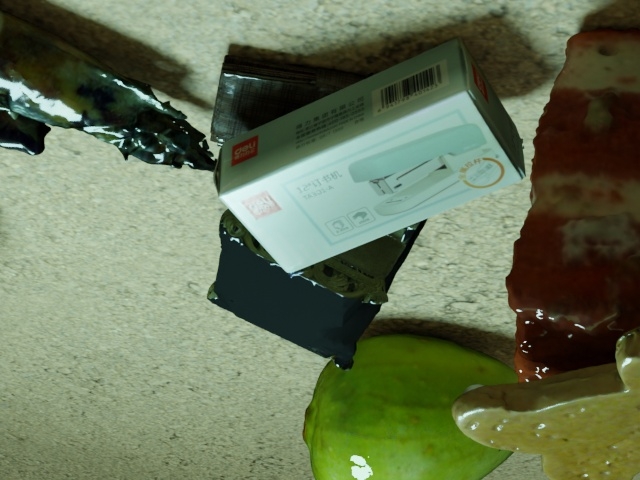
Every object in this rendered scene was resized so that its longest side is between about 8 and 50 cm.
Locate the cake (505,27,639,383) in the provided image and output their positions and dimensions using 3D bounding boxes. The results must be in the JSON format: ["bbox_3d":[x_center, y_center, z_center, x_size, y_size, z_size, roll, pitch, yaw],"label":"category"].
[{"bbox_3d":[0.311,-0.005,1.125,0.269,0.319,0.270,4,150,13],"label":"cake"}]

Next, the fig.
[{"bbox_3d":[0.137,0.254,1.829,0.326,0.258,0.258,-8,158,-10],"label":"fig"}]

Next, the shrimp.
[{"bbox_3d":[-0.311,-0.141,1.273,0.445,0.085,0.272,19,158,-19],"label":"shrimp"}]

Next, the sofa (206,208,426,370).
[{"bbox_3d":[0.000,0.000,1.455,0.200,0.182,0.258,24,155,3],"label":"sofa"}]

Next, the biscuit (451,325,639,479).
[{"bbox_3d":[0.282,0.117,0.980,0.216,0.047,0.340,29,141,-32],"label":"biscuit"}]

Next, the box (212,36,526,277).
[{"bbox_3d":[0.045,-0.072,1.223,0.269,0.079,0.135,-22,133,20],"label":"box"}]

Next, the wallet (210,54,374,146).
[{"bbox_3d":[0.011,-0.121,1.270,0.230,0.042,0.124,10,145,-5],"label":"wallet"}]
